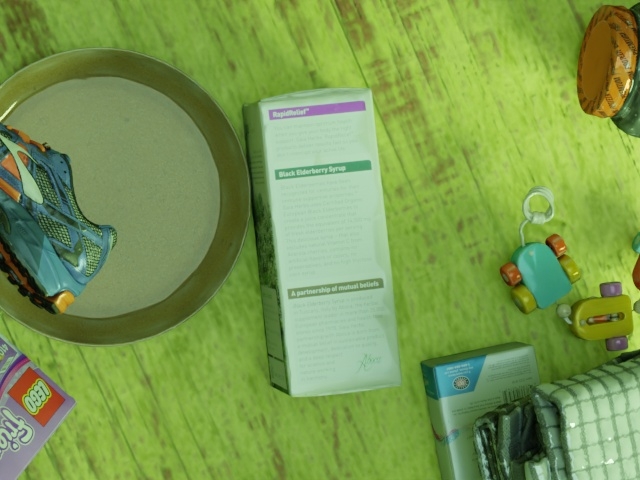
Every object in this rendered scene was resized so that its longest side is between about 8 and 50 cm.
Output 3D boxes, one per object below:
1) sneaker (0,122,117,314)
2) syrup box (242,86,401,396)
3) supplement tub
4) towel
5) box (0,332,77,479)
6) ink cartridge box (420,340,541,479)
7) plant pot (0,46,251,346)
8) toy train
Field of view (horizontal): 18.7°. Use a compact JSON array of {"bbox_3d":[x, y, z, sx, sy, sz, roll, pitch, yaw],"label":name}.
[{"bbox_3d":[-0.237,-0.052,1.474,0.087,0.083,0.221,-38,104,-22],"label":"sneaker"},{"bbox_3d":[0.000,0.000,1.541,0.096,0.093,0.237,-6,92,-11],"label":"syrup box"},{"bbox_3d":[0.315,-0.134,1.594,0.190,0.117,0.117,8,89,-12],"label":"supplement tub"},{"bbox_3d":[0.245,0.231,1.550,0.235,0.121,0.283,-14,95,-36],"label":"towel"},{"bbox_3d":[-0.324,0.143,1.393,0.201,0.293,0.057,43,126,-6],"label":"box"},{"bbox_3d":[0.138,0.152,1.595,0.088,0.052,0.122,-11,93,-11],"label":"ink cartridge box"},{"bbox_3d":[-0.174,-0.034,1.536,0.236,0.032,0.236,0,91,-13],"label":"plant pot"},{"bbox_3d":[0.226,0.022,1.617,0.166,0.046,0.125,20,86,-15],"label":"toy train"}]
